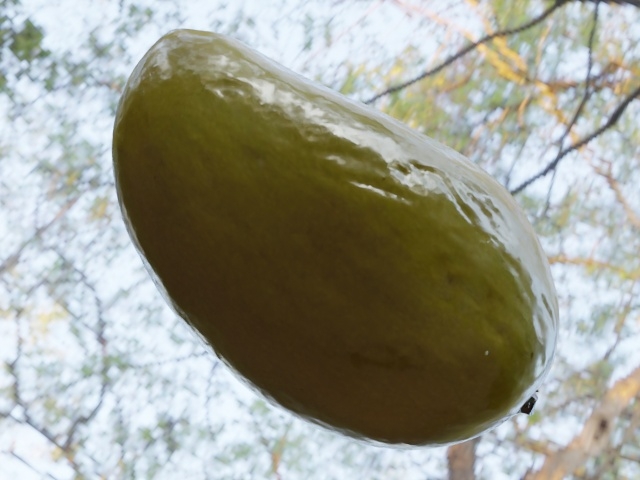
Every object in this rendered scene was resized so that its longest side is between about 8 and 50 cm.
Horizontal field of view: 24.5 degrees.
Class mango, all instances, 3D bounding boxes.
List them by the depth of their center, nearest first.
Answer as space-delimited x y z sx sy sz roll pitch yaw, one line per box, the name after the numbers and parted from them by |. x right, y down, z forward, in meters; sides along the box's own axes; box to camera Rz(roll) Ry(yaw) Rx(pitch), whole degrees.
-0.002 0.008 0.934 0.332 0.142 0.195 29 -95 12 | mango
